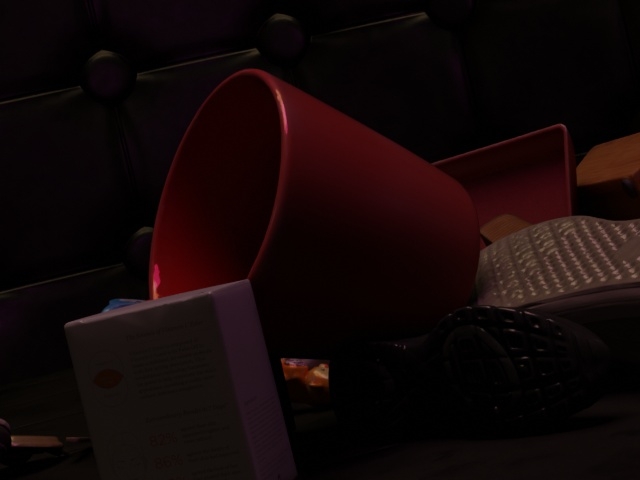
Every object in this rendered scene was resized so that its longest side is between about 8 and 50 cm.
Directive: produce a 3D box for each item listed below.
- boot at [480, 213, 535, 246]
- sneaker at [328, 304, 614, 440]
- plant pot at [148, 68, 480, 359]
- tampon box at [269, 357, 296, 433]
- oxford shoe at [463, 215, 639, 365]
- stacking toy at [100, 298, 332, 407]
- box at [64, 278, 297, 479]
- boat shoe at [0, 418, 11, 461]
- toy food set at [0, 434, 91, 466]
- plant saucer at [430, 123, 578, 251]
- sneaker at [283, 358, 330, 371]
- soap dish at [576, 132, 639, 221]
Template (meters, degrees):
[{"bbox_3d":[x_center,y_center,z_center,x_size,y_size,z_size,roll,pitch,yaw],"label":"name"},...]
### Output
[{"bbox_3d":[0.168,0.097,1.269,0.295,0.104,0.211,-41,30,-1],"label":"boot"},{"bbox_3d":[0.137,0.108,0.997,0.130,0.109,0.286,-5,-3,-42],"label":"sneaker"},{"bbox_3d":[0.000,0.000,1.109,0.243,0.275,0.275,17,-15,-28],"label":"plant pot"},{"bbox_3d":[-0.125,0.158,1.204,0.161,0.120,0.101,-14,-1,43],"label":"tampon box"},{"bbox_3d":[0.267,0.057,1.060,0.169,0.130,0.449,-46,21,-29],"label":"oxford shoe"},{"bbox_3d":[-0.106,0.155,1.348,0.302,0.165,0.175,2,-3,22],"label":"stacking toy"},{"bbox_3d":[-0.108,0.129,0.917,0.130,0.170,0.091,-13,0,17],"label":"box"},{"bbox_3d":[-0.492,0.273,1.232,0.335,0.095,0.112,-10,-37,-22],"label":"boat shoe"},{"bbox_3d":[-0.370,0.254,1.394,0.192,0.038,0.132,1,-9,3],"label":"toy food set"},{"bbox_3d":[0.228,0.011,1.424,0.048,0.258,0.259,6,-12,-35],"label":"plant saucer"},{"bbox_3d":[0.010,0.112,1.441,0.290,0.123,0.106,-14,32,7],"label":"sneaker"},{"bbox_3d":[0.402,-0.013,1.340,0.118,0.229,0.291,-30,2,-6],"label":"soap dish"}]
